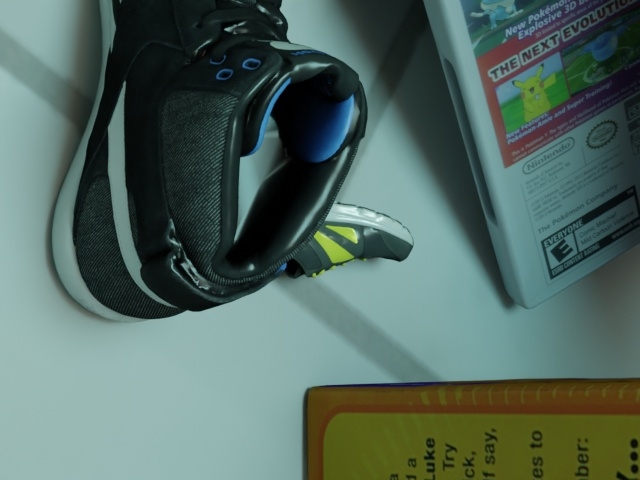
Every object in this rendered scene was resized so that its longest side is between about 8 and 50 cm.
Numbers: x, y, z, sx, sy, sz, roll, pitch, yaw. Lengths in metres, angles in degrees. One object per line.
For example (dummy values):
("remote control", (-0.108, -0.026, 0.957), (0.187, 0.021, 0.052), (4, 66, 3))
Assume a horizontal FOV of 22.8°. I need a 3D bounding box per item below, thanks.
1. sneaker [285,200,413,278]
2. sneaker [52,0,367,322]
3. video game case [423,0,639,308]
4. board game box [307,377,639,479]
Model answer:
("sneaker", (0.000, 0.000, 0.642), (0.083, 0.031, 0.035), (16, 90, -32))
("sneaker", (-0.026, -0.078, 0.567), (0.079, 0.121, 0.217), (14, 78, -37))
("video game case", (0.146, -0.089, 0.682), (0.201, 0.023, 0.183), (-30, 128, -12))
("board game box", (0.240, 0.228, 0.597), (0.356, 0.356, 0.357), (3, 84, -37))
